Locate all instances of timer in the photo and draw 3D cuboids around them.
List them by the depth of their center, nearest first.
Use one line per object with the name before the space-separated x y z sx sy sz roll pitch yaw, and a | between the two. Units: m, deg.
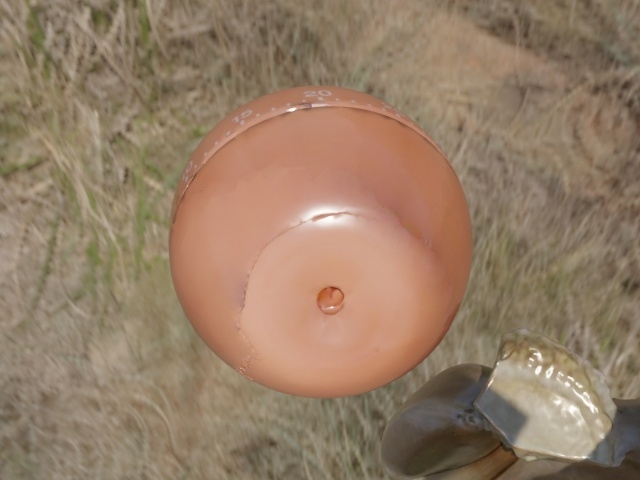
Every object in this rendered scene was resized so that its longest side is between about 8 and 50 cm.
timer | 0.000 0.000 1.259 0.229 0.215 0.229 -1 115 -3

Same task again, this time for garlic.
garlic | 0.205 0.191 1.601 0.279 0.325 0.132 17 70 -2
